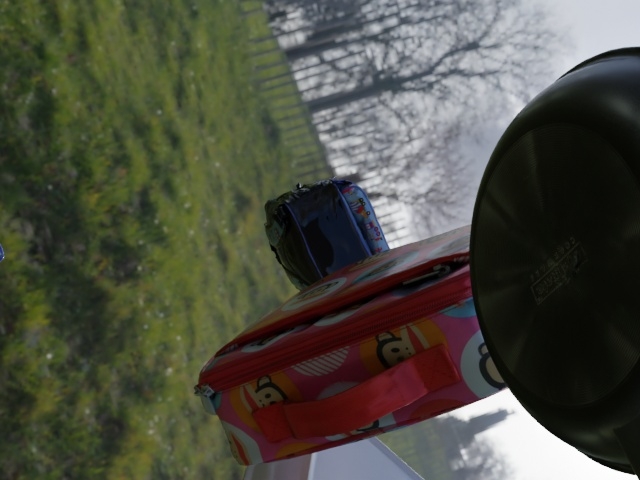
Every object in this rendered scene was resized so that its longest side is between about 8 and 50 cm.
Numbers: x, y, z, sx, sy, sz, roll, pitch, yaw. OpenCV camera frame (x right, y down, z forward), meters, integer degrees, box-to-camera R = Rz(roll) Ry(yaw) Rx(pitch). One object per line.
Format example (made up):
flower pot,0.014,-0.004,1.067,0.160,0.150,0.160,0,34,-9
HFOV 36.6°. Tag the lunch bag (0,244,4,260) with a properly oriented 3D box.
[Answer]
lunch bag,-0.449,-0.020,1.090,0.128,0.096,0.151,17,31,-56

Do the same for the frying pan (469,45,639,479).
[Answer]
frying pan,0.133,0.074,0.439,0.197,0.053,0.326,160,-73,-64

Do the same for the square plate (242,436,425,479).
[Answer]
square plate,0.063,0.314,0.917,0.344,0.049,0.347,44,24,-16

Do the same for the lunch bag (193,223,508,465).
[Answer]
lunch bag,0.050,0.088,0.794,0.120,0.293,0.258,65,27,-5

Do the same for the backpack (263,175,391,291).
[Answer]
backpack,0.000,0.000,1.227,0.158,0.116,0.173,64,-13,-9
